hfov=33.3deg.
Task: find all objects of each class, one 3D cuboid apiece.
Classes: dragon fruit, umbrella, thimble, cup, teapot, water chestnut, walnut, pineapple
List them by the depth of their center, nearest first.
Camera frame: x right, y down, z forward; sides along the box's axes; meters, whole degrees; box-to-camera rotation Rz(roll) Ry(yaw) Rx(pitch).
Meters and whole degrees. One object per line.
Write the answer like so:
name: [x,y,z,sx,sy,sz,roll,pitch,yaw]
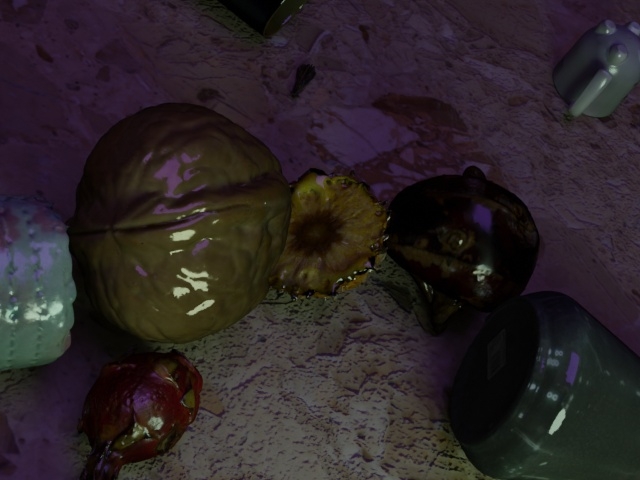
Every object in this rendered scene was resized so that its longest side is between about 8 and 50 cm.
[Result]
thimble: [-0.371,0.046,1.216,0.149,0.185,0.211,-3,97,-27]
dragon fruit: [-0.221,0.220,1.221,0.125,0.125,0.246,30,53,-4]
walnut: [-0.171,-0.023,1.294,0.252,0.277,0.313,25,13,14]
teapot: [0.364,0.225,1.431,0.344,0.253,0.300,26,20,-15]
pineapple: [0.000,0.000,1.464,0.225,0.076,0.224,-6,60,10]
water chestnut: [0.195,0.016,1.505,0.224,0.223,0.238,27,94,-6]
umbrella: [-0.029,-0.255,1.693,0.031,0.020,0.083,28,57,-4]
cup: [-0.085,-0.453,1.709,0.177,0.166,0.239,43,53,2]
cup: [0.490,-0.307,1.882,0.173,0.142,0.134,-17,68,-32]
